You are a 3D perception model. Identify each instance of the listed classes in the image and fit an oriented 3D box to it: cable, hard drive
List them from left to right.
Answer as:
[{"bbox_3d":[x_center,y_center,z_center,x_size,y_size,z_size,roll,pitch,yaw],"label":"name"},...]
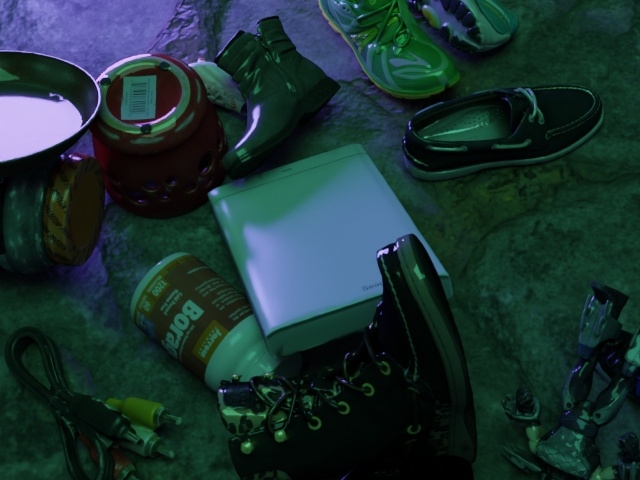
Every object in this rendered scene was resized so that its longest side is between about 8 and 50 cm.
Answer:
[{"bbox_3d":[-0.313,0.224,1.532,0.287,0.072,0.139,27,81,32],"label":"cable"},{"bbox_3d":[0.000,0.000,1.549,0.233,0.047,0.353,-18,35,-7],"label":"hard drive"}]

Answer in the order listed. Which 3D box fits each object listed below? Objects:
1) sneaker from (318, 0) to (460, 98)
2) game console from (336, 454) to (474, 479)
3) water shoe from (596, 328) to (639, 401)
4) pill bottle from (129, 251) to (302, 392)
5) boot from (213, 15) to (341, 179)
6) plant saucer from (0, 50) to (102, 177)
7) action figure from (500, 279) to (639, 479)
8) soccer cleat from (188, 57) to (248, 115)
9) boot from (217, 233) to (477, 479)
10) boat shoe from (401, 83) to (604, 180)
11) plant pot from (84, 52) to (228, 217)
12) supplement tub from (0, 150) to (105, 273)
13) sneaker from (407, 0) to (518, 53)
[{"bbox_3d":[0.090,-0.321,1.773,0.109,0.123,0.295,-34,63,-16],"label":"sneaker"},{"bbox_3d":[0.111,0.421,1.303,0.213,0.044,0.361,4,73,-41],"label":"game console"},{"bbox_3d":[0.417,0.169,1.479,0.073,0.080,0.203,-35,63,-17],"label":"water shoe"},{"bbox_3d":[-0.132,0.119,1.525,0.216,0.121,0.121,36,68,23],"label":"pill bottle"},{"bbox_3d":[-0.098,-0.205,1.689,0.161,0.083,0.246,44,56,-1],"label":"boot"},{"bbox_3d":[-0.440,-0.159,1.548,0.311,0.050,0.310,1,34,0],"label":"plant saucer"},{"bbox_3d":[0.317,0.198,1.418,0.185,0.099,0.285,23,90,21],"label":"action figure"},{"bbox_3d":[-0.137,-0.224,1.766,0.196,0.068,0.076,3,62,3],"label":"soccer cleat"},{"bbox_3d":[0.023,0.164,1.354,0.284,0.377,0.138,-14,51,2],"label":"boot"},{"bbox_3d":[0.264,-0.165,1.685,0.302,0.091,0.114,-20,60,-8],"label":"boat shoe"},{"bbox_3d":[-0.230,-0.153,1.669,0.191,0.174,0.191,-1,59,1],"label":"plant pot"},{"bbox_3d":[-0.468,-0.059,1.616,0.316,0.193,0.193,8,60,8],"label":"supplement tub"},{"bbox_3d":[0.198,-0.393,1.840,0.110,0.107,0.275,-21,63,-31],"label":"sneaker"}]
